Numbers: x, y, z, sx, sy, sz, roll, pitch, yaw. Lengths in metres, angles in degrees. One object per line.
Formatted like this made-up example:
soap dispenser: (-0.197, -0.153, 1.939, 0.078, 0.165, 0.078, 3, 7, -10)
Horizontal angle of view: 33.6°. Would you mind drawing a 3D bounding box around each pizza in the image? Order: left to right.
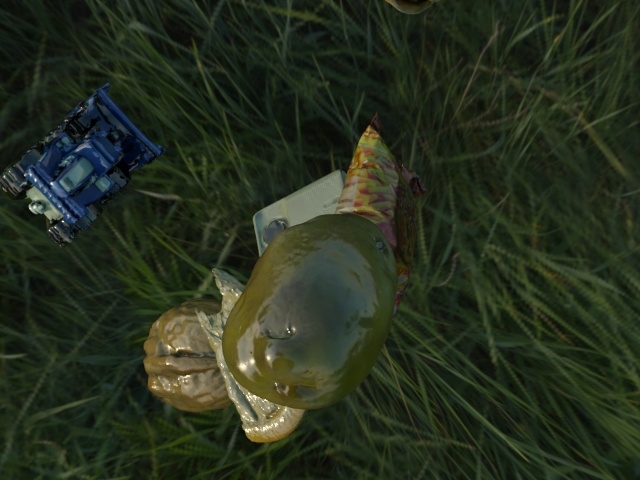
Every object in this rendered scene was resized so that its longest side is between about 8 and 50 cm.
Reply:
pizza: (-0.096, 0.149, 1.488, 0.181, 0.034, 0.262, -46, 67, 31)

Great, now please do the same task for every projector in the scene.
projector: (0.000, 0.000, 1.988, 0.242, 0.177, 0.163, -27, 53, 22)

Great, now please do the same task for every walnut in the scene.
walnut: (-0.196, 0.194, 1.802, 0.245, 0.198, 0.198, -6, 84, 41)

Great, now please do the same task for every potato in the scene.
potato: (-0.006, 0.064, 0.997, 0.137, 0.154, 0.200, 28, 43, -5)

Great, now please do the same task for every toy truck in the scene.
toy truck: (-0.273, -0.099, 1.252, 0.126, 0.208, 0.113, -32, 109, 34)

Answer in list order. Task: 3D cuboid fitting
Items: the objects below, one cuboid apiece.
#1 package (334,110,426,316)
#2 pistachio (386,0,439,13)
package: (0.081, -0.019, 1.588, 0.108, 0.223, 0.288, -1, 59, 19)
pistachio: (0.173, -0.516, 1.822, 0.193, 0.214, 0.318, -15, 43, 38)
